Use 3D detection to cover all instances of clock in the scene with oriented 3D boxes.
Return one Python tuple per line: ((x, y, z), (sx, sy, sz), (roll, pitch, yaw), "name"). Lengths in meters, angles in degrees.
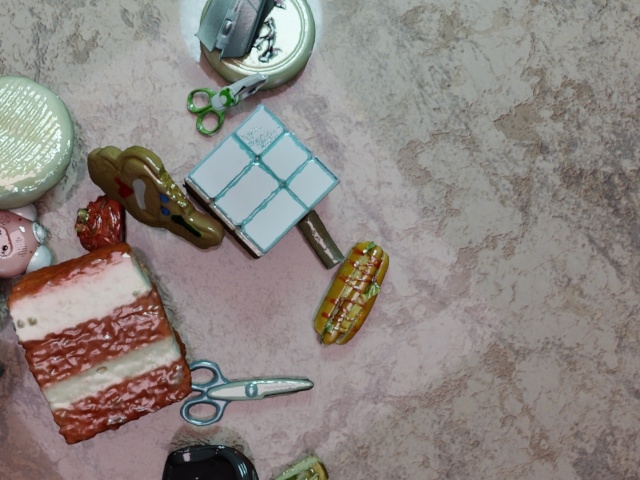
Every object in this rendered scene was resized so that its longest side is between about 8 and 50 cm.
((-0.647, 0.005, 1.815), (0.162, 0.093, 0.165), (-18, 89, -10), "clock")

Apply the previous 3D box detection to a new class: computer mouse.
((-0.171, -0.479, 1.800), (0.126, 0.071, 0.231), (26, 87, -3), "computer mouse")

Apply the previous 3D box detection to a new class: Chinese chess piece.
((-0.135, -0.448, 1.890), (0.250, 0.101, 0.250), (0, 87, -6), "Chinese chess piece")

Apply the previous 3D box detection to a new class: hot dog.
((0.069, 0.121, 1.904), (0.104, 0.076, 0.250), (31, 82, -6), "hot dog")

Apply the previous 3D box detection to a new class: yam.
((0.000, 0.000, 1.912), (0.054, 0.054, 0.132), (-33, 93, -7), "yam")

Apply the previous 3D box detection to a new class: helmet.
((-0.225, 0.511, 1.790), (0.216, 0.193, 0.189), (-16, 68, 20), "helmet")

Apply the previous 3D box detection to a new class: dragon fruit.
((-0.463, -0.030, 1.845), (0.106, 0.083, 0.162), (1, 90, -4), "dragon fruit")

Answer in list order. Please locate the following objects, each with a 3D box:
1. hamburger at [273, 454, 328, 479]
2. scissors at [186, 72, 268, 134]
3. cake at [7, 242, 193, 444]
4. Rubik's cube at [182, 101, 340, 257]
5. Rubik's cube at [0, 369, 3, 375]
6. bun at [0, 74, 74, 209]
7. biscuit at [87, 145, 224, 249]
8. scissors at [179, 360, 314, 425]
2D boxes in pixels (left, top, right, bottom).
((-0.077, 0.574, 1.854), (0.262, 0.124, 0.131), (-41, 117, -2), "hamburger")
((-0.194, -0.304, 1.858), (0.204, 0.027, 0.101), (-25, 92, 30), "scissors")
((-0.427, 0.180, 1.727), (0.269, 0.270, 0.319), (-22, 102, -9), "cake")
((-0.127, -0.116, 1.815), (0.231, 0.221, 0.224), (-45, 93, -7), "Rubik's cube")
((-0.817, 0.318, 1.686), (0.294, 0.288, 0.283), (23, 84, -8), "Rubik's cube")
((-0.636, -0.193, 1.792), (0.287, 0.146, 0.287), (3, 74, -9), "bun")
((-0.332, -0.087, 1.764), (0.320, 0.183, 0.047), (39, 52, -3), "biscuit")
((-0.158, 0.319, 1.884), (0.289, 0.041, 0.138), (-3, 80, -6), "scissors")
